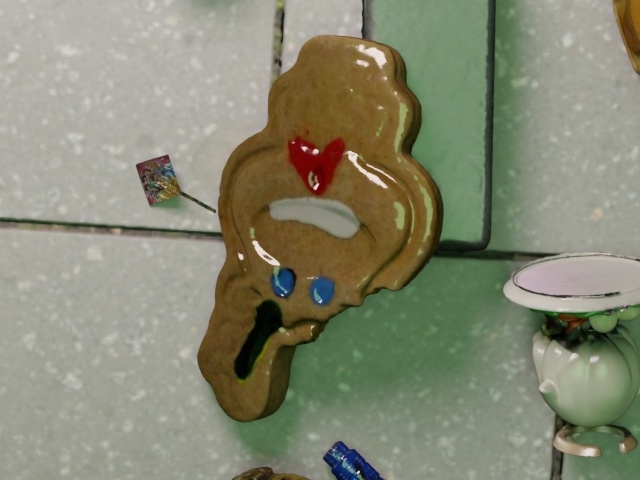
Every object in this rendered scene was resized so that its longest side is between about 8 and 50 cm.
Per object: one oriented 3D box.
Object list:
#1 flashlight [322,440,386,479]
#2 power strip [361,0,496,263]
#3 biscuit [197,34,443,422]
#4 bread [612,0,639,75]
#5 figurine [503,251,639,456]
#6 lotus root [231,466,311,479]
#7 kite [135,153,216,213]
[{"bbox_3d":[0.049,0.213,1.537,0.121,0.057,0.035,43,130,2],"label":"flashlight"},{"bbox_3d":[0.084,-0.109,1.499,0.105,0.070,0.256,1,93,3],"label":"power strip"},{"bbox_3d":[-0.009,-0.002,1.477,0.183,0.047,0.320,40,112,24],"label":"biscuit"},{"bbox_3d":[0.353,-0.199,1.478,0.241,0.107,0.136,-18,91,0],"label":"bread"},{"bbox_3d":[0.212,0.098,1.496,0.132,0.132,0.153,-5,106,0],"label":"figurine"},{"bbox_3d":[-0.006,0.253,1.513,0.089,0.080,0.179,-42,89,13],"label":"lotus root"},{"bbox_3d":[-0.116,-0.047,1.515,0.078,0.002,0.044,7,106,29],"label":"kite"}]
